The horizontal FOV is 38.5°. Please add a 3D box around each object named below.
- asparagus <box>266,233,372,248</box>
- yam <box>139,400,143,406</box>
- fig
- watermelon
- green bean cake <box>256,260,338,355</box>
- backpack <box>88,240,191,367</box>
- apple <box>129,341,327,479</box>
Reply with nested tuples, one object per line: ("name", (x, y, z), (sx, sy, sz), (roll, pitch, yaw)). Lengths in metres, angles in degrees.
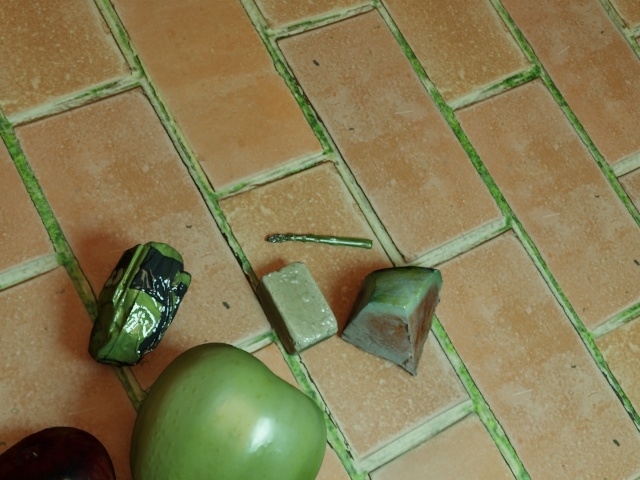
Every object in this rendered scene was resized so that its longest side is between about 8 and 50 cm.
("asparagus", (0.000, 0.000, 2.057), (0.249, 0.025, 0.024), (4, 110, -16))
("yam", (-0.307, 0.328, 1.828), (0.107, 0.014, 0.014), (6, 67, -15))
("fig", (-0.473, 0.445, 1.617), (0.235, 0.235, 0.214), (1, 99, -17))
("watermelon", (0.176, 0.153, 1.968), (0.193, 0.231, 0.310), (28, 18, -2))
("green bean cake", (-0.051, 0.143, 1.947), (0.109, 0.085, 0.179), (-22, 75, -25))
("backpack", (-0.360, 0.131, 1.797), (0.140, 0.207, 0.253), (28, 69, -19))
("apple", (-0.173, 0.371, 1.678), (0.358, 0.357, 0.357), (6, 66, -15))
